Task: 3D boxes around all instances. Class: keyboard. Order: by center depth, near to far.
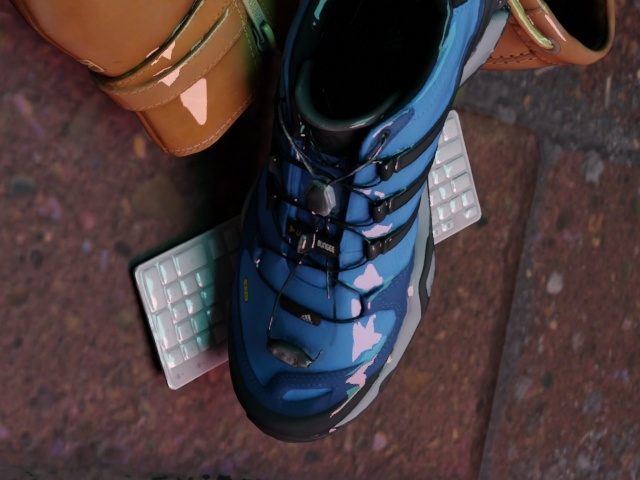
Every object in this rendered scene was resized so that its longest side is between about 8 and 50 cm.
[{"bbox_3d":[0.000,0.000,1.040,0.256,0.014,0.072,-28,116,-37],"label":"keyboard"}]

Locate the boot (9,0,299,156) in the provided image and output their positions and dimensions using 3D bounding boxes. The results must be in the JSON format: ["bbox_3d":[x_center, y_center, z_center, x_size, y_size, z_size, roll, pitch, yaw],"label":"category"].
[{"bbox_3d":[-0.051,-0.201,0.891,0.220,0.109,0.283,53,56,-41],"label":"boot"}]

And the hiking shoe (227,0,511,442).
[{"bbox_3d":[0.005,-0.041,0.920,0.132,0.113,0.304,-4,111,-68],"label":"hiking shoe"}]

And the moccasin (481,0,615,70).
[{"bbox_3d":[0.076,-0.263,0.968,0.139,0.147,0.380,-32,119,-36],"label":"moccasin"}]
